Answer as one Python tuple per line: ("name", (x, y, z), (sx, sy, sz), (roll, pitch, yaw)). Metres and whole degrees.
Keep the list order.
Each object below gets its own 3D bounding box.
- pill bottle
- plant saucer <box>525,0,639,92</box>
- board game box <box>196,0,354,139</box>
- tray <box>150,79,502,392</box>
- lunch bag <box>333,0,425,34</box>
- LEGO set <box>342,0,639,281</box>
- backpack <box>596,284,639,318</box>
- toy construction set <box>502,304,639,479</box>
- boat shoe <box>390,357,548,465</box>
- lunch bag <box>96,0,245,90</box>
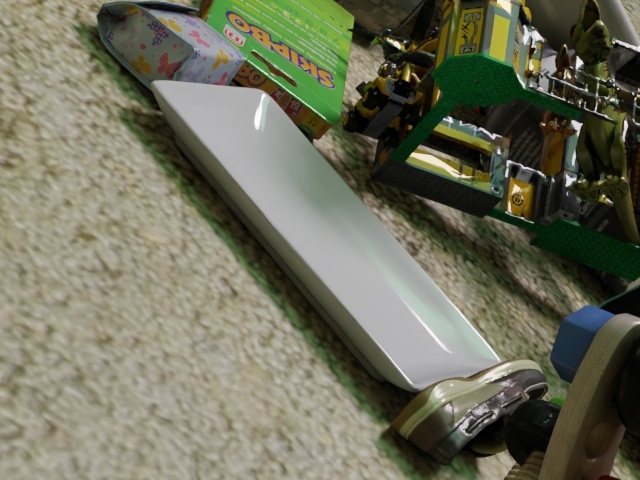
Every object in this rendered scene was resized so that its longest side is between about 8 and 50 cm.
("pill bottle", (0.227, -0.074, 1.630), (0.245, 0.130, 0.130), (49, 22, 17))
("plant saucer", (0.204, -0.232, 1.830), (0.400, 0.100, 0.400), (60, 3, -6))
("board game box", (-0.035, -0.162, 1.481), (0.124, 0.039, 0.259), (36, 19, -12))
("tray", (0.000, 0.000, 1.233), (0.270, 0.030, 0.145), (49, 22, 19))
("lunch bag", (0.030, -0.372, 1.627), (0.256, 0.305, 0.212), (27, 25, -37))
("LEGO set", (0.192, -0.126, 1.433), (0.331, 0.255, 0.192), (15, 60, -8))
("backpack", (0.317, 0.083, 1.398), (0.144, 0.188, 0.166), (40, 15, -43))
("toy construction set", (0.170, 0.214, 0.915), (0.309, 0.257, 0.237), (32, 62, 18))
("boat shoe", (0.099, 0.110, 1.167), (0.152, 0.056, 0.049), (-11, 60, -53))
("lunch bag", (-0.105, -0.135, 1.286), (0.083, 0.053, 0.071), (40, 18, 23))
